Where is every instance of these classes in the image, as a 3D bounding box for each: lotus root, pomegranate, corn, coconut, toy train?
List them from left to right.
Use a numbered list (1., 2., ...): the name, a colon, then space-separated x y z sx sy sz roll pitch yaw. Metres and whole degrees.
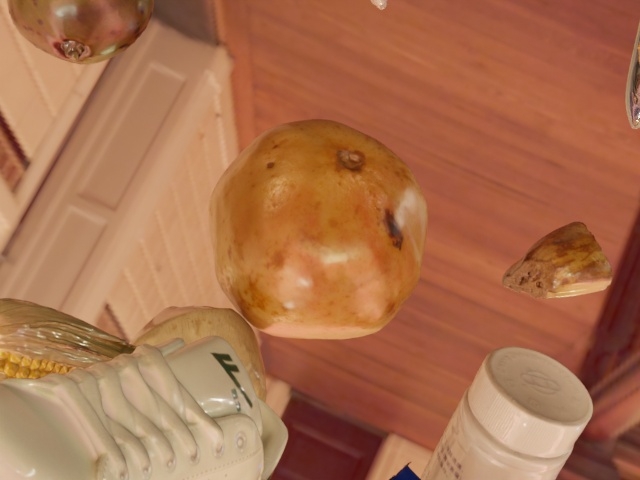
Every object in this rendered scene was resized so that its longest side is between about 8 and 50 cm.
1. corn: -0.287 0.149 1.305 0.122 0.123 0.305 15 168 31
2. pomegranate: -0.261 -0.288 1.251 0.159 0.205 0.159 -4 169 -1
3. coconut: -0.176 0.187 1.626 0.224 0.224 0.224 24 163 8
4. pomegranate: 0.000 0.000 1.690 0.342 0.343 0.342 24 163 8
5. lotus root: 0.352 0.029 1.728 0.159 0.135 0.095 16 120 55
6. toy train: 0.482 -0.285 1.671 0.055 0.252 0.048 11 -172 14

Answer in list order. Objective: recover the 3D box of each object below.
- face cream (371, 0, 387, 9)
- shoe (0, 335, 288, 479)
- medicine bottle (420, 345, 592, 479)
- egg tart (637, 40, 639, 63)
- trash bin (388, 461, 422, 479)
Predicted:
1. face cream: 0.080 -0.378 1.710 0.034 0.034 0.130 21 171 15
2. shoe: -0.107 0.122 0.681 0.132 0.160 0.363 41 174 20
3. medicine bottle: 0.286 0.342 1.850 0.190 0.190 0.332 24 124 5
4. egg tart: 0.565 -0.214 1.526 0.294 0.123 0.294 34 175 3
5. trash bin: 0.151 0.464 1.721 0.234 0.162 0.184 51 130 13
